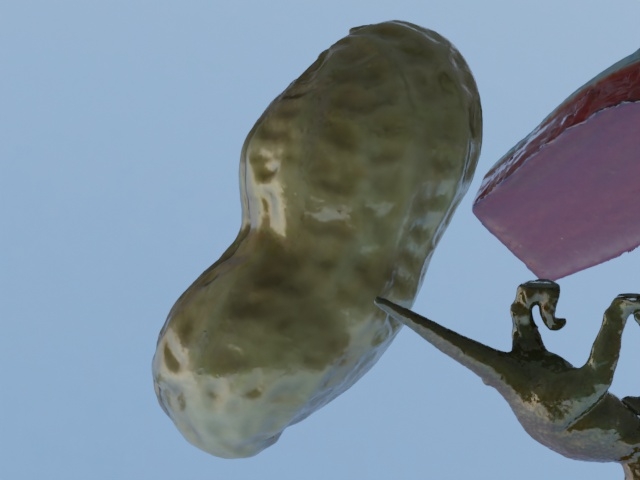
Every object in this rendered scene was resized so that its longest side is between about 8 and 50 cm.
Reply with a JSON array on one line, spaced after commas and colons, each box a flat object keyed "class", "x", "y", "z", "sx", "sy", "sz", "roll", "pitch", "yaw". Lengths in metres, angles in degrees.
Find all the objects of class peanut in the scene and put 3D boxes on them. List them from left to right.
[{"class": "peanut", "x": 0.000, "y": 0.000, "z": 1.093, "sx": 0.147, "sy": 0.305, "sz": 0.147, "roll": 23, "pitch": 178, "yaw": 1}]

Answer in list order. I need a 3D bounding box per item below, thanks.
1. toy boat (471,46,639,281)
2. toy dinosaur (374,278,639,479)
[{"class": "toy boat", "x": 0.274, "y": -0.085, "z": 1.444, "sx": 0.145, "sy": 0.332, "sz": 0.133, "roll": 44, "pitch": -125, "yaw": -8}, {"class": "toy dinosaur", "x": 0.110, "y": 0.084, "z": 0.860, "sx": 0.162, "sy": 0.126, "sz": 0.039, "roll": -3, "pitch": -166, "yaw": -1}]
